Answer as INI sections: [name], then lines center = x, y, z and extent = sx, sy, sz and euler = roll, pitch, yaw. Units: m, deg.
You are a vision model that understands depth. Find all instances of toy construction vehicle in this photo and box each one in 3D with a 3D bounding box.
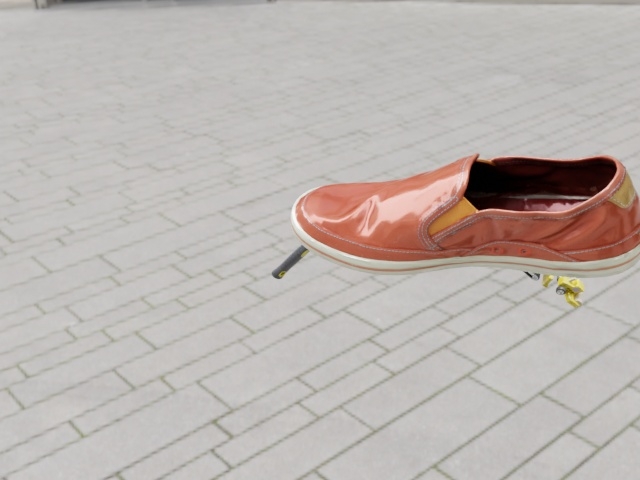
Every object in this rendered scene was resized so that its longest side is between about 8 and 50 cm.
[toy construction vehicle]
center = 0.273, 0.022, 0.910
extent = 0.035, 0.098, 0.086
euler = -37, 19, 44

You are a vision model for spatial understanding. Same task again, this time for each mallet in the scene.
[mallet]
center = 0.000, 0.000, 1.068
extent = 0.062, 0.190, 0.039
euler = 5, 56, -31

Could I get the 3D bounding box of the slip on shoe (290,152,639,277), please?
[slip on shoe]
center = 0.126, -0.034, 0.745
extent = 0.331, 0.101, 0.123
euler = 2, 41, 23
